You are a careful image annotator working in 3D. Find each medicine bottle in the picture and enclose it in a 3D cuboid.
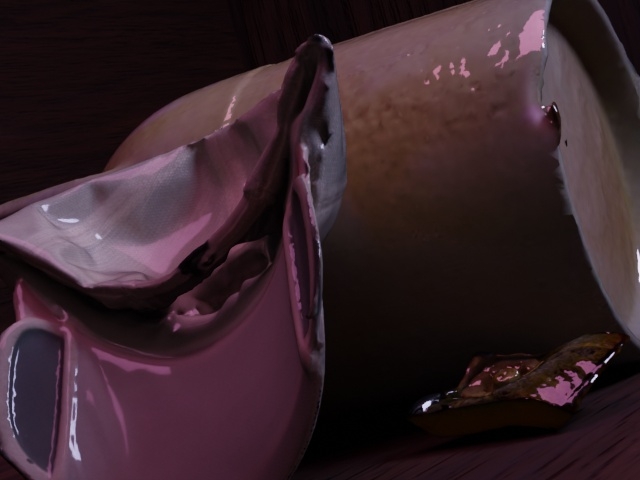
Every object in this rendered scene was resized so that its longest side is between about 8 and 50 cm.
[{"bbox_3d":[0.000,0.000,0.917,0.406,0.235,0.236,-14,0,26],"label":"medicine bottle"}]

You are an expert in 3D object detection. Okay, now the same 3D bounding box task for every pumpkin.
[{"bbox_3d":[0.103,0.079,0.724,0.101,0.035,0.073,-11,14,41],"label":"pumpkin"}]

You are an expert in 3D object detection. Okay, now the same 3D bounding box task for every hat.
[{"bbox_3d":[-0.049,0.029,0.718,0.219,0.226,0.164,-25,-16,21],"label":"hat"}]
